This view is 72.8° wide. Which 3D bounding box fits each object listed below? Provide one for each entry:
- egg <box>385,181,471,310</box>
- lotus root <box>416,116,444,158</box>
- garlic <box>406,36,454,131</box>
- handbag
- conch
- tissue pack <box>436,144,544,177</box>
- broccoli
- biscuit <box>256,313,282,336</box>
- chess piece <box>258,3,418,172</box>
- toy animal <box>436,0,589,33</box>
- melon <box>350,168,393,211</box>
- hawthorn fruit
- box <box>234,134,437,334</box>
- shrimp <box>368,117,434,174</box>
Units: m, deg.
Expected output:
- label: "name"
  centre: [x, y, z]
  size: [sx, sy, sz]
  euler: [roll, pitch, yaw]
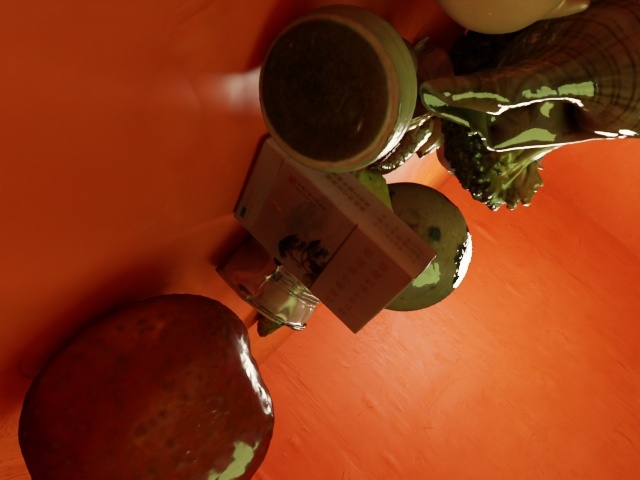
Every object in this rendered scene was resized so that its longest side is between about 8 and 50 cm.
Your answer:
- label: "egg"
  centre: [0.213, 0.014, 1.147]
  size: [0.345, 0.345, 0.428]
  euler: [-49, 153, 15]
- label: "lotus root"
  centre: [0.298, -0.280, 1.126]
  size: [0.150, 0.062, 0.073]
  euler: [-50, 146, 11]
- label: "garlic"
  centre: [0.144, -0.230, 0.673]
  size: [0.174, 0.099, 0.124]
  euler: [-40, -175, -14]
- label: "handbag"
  centre: [-0.060, 0.058, 0.712]
  size: [0.116, 0.179, 0.205]
  euler: [-54, 160, -1]
- label: "conch"
  centre: [0.276, -0.190, 0.496]
  size: [0.385, 0.170, 0.203]
  euler: [0, 149, -9]
- label: "tissue pack"
  centre: [0.452, -0.263, 1.180]
  size: [0.236, 0.229, 0.333]
  euler: [-62, -176, 8]
- label: "broccoli"
  centre: [0.352, -0.221, 0.731]
  size: [0.280, 0.348, 0.293]
  euler: [-7, -168, -3]
- label: "biscuit"
  centre: [-0.073, 0.170, 1.343]
  size: [0.335, 0.078, 0.329]
  euler: [-50, 165, 9]
- label: "chess piece"
  centre: [0.053, -0.179, 0.467]
  size: [0.139, 0.139, 0.272]
  euler: [-54, 178, 37]
- label: "toy animal"
  centre: [0.143, -0.268, 0.344]
  size: [0.250, 0.153, 0.167]
  euler: [4, 92, -63]
- label: "melon"
  centre: [0.000, 0.000, 0.871]
  size: [0.323, 0.124, 0.196]
  euler: [-45, 167, 32]
- label: "hawthorn fruit"
  centre: [-0.205, 0.214, 0.519]
  size: [0.299, 0.275, 0.275]
  euler: [-31, 165, -20]
- label: "box"
  centre: [0.006, -0.010, 0.544]
  size: [0.067, 0.233, 0.149]
  euler: [-38, 168, -44]
- label: "shrimp"
  centre: [0.178, -0.211, 0.994]
  size: [0.166, 0.049, 0.161]
  euler: [-30, 164, -32]
